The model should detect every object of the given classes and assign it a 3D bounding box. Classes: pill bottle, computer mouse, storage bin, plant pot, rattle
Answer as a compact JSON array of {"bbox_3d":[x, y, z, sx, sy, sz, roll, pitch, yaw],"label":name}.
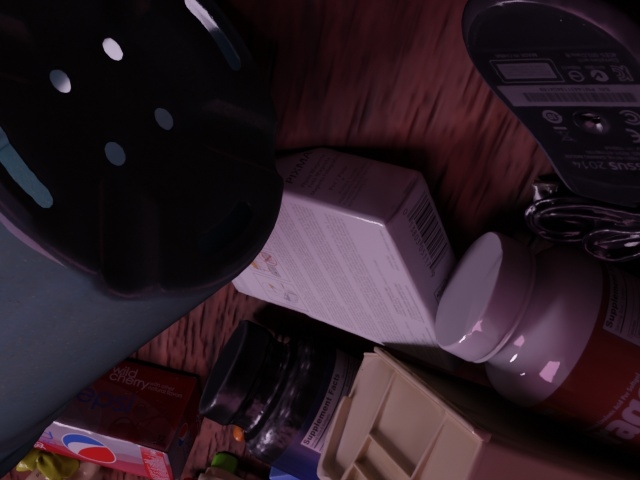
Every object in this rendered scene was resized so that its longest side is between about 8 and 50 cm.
[{"bbox_3d":[0.009,0.159,1.116,0.219,0.123,0.123,27,146,-10],"label":"pill bottle"},{"bbox_3d":[0.175,-0.082,0.739,0.188,0.072,0.272,10,153,39],"label":"computer mouse"},{"bbox_3d":[0.160,0.198,0.961,0.262,0.123,0.260,20,-176,-17],"label":"storage bin"},{"bbox_3d":[0.197,0.078,0.895,0.216,0.121,0.121,25,146,-13],"label":"pill bottle"},{"bbox_3d":[-0.224,-0.025,0.821,0.341,0.341,0.334,38,135,-25],"label":"plant pot"},{"bbox_3d":[-0.332,0.271,1.504,0.142,0.130,0.199,23,175,15],"label":"rattle"}]

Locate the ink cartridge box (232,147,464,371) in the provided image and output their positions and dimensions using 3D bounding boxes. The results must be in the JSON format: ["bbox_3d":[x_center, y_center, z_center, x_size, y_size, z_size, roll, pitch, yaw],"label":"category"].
[{"bbox_3d":[0.000,0.000,0.980,0.232,0.066,0.189,22,153,37],"label":"ink cartridge box"}]

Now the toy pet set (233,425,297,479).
[{"bbox_3d":[-0.021,0.196,1.210,0.122,0.114,0.065,22,130,-6],"label":"toy pet set"}]

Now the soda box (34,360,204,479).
[{"bbox_3d":[-0.259,0.167,1.292,0.263,0.092,0.083,14,145,10],"label":"soda box"}]

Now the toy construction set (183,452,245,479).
[{"bbox_3d":[-0.078,0.367,1.450,0.215,0.151,0.328,11,134,14],"label":"toy construction set"}]
